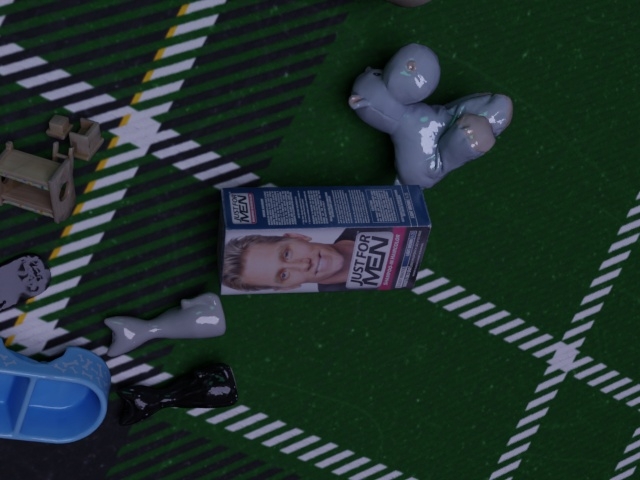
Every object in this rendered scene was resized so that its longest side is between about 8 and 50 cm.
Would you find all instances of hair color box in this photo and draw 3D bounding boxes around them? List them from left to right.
[{"bbox_3d":[0.000,0.000,1.827,0.347,0.105,0.174,-1,138,-10],"label":"hair color box"}]

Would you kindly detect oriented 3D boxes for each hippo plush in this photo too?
[{"bbox_3d":[0.173,-0.231,1.910,0.294,0.234,0.236,-37,99,33],"label":"hippo plush"}]

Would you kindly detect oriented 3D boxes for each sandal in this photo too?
[{"bbox_3d":[-0.555,0.101,1.715,0.254,0.054,0.097,-34,113,-13],"label":"sandal"}]

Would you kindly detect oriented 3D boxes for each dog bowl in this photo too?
[{"bbox_3d":[-0.486,0.251,1.742,0.297,0.074,0.166,12,116,-25],"label":"dog bowl"}]

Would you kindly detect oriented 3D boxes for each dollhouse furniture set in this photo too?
[{"bbox_3d":[-0.466,-0.132,1.712,0.181,0.161,0.101,17,137,11],"label":"dollhouse furniture set"}]

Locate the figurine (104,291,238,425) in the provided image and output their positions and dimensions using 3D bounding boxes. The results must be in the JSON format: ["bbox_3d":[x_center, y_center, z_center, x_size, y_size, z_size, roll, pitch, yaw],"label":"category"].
[{"bbox_3d":[-0.265,0.206,1.854,0.209,0.092,0.215,-12,106,-17],"label":"figurine"}]

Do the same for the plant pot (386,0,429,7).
[{"bbox_3d":[0.073,-0.538,1.727,0.305,0.333,0.334,18,94,-38],"label":"plant pot"}]
